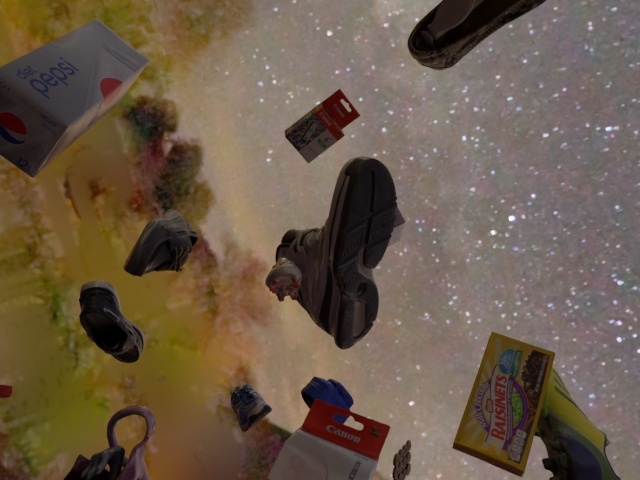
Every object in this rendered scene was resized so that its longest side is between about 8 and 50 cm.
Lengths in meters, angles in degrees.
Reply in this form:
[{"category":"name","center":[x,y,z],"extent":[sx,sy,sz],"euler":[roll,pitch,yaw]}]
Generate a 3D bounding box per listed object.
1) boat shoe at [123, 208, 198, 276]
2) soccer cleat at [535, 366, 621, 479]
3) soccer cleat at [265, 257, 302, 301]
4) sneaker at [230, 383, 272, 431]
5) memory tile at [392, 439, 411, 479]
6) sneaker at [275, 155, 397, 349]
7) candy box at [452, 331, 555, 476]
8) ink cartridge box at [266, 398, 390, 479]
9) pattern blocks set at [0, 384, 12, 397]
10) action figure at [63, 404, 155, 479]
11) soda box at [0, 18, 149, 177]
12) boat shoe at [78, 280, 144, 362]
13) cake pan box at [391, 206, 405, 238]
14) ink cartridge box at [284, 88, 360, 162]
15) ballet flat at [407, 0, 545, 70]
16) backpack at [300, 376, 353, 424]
[{"category":"boat shoe","center":[-0.405,0.012,1.597],"extent":[0.132,0.130,0.355],"euler":[-58,-174,19]},{"category":"soccer cleat","center":[0.457,0.342,1.097],"extent":[0.289,0.121,0.093],"euler":[-79,176,-61]},{"category":"soccer cleat","center":[-0.070,0.064,1.131],"extent":[0.196,0.068,0.076],"euler":[96,-11,-74]},{"category":"sneaker","center":[-0.168,0.374,1.355],"extent":[0.081,0.080,0.211],"euler":[57,-22,1]},{"category":"memory tile","center":[0.242,0.666,1.775],"extent":[0.012,0.148,0.113],"euler":[5,-84,26]},{"category":"sneaker","center":[-0.001,0.001,1.248],"extent":[0.257,0.169,0.447],"euler":[33,-46,33]},{"category":"candy box","center":[0.284,0.243,0.918],"extent":[0.105,0.206,0.027],"euler":[16,-35,21]},{"category":"ink cartridge box","center":[0.023,0.441,1.243],"extent":[0.189,0.232,0.066],"euler":[16,-40,18]},{"category":"pattern blocks set","center":[-0.814,0.301,1.162],"extent":[0.285,0.324,0.026],"euler":[47,33,-56]},{"category":"action figure","center":[-0.309,0.515,1.036],"extent":[0.370,0.248,0.276],"euler":[49,36,-23]},{"category":"soda box","center":[-0.331,-0.199,0.787],"extent":[0.098,0.091,0.286],"euler":[39,27,-16]},{"category":"boat shoe","center":[-0.509,0.225,1.449],"extent":[0.302,0.114,0.091],"euler":[76,1,-47]},{"category":"cake pan box","center":[0.094,0.006,1.548],"extent":[0.070,0.267,0.246],"euler":[63,1,10]},{"category":"ink cartridge box","center":[0.005,-0.186,0.974],"extent":[0.063,0.115,0.029],"euler":[47,17,-28]},{"category":"ballet flat","center":[0.390,-0.557,1.319],"extent":[0.483,0.182,0.164],"euler":[-36,-101,30]},{"category":"backpack","center":[0.014,0.396,1.509],"extent":[0.120,0.101,0.098],"euler":[51,-24,-20]}]
